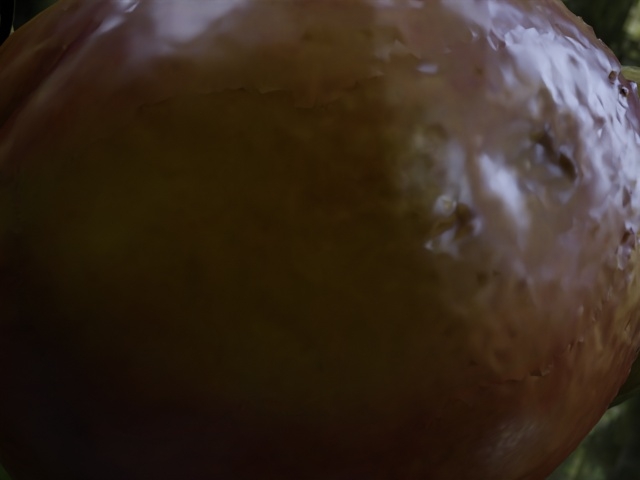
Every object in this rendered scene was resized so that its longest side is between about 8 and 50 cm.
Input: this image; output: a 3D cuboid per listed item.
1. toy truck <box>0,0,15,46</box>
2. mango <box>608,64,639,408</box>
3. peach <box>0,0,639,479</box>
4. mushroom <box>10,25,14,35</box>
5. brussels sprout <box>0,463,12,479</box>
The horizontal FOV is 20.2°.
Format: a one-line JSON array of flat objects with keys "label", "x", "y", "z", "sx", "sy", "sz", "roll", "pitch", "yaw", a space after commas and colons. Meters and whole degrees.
[{"label": "toy truck", "x": -0.150, "y": -0.167, "z": 0.734, "sx": 0.127, "sy": 0.257, "sz": 0.127, "roll": 20, "pitch": -16, "yaw": 4}, {"label": "mango", "x": 0.145, "y": -0.007, "z": 0.981, "sx": 0.146, "sy": 0.193, "sz": 0.316, "roll": 27, "pitch": 15, "yaw": 2}, {"label": "peach", "x": 0.000, "y": 0.000, "z": 0.657, "sx": 0.281, "sy": 0.281, "sz": 0.238, "roll": 31, "pitch": 28, "yaw": -44}, {"label": "mushroom", "x": -0.196, "y": -0.101, "z": 0.852, "sx": 0.123, "sy": 0.052, "sz": 0.123, "roll": 11, "pitch": -44, "yaw": 11}, {"label": "brussels sprout", "x": -0.144, "y": 0.105, "z": 1.074, "sx": 0.223, "sy": 0.223, "sz": 0.161, "roll": 29, "pitch": -14, "yaw": -33}]
